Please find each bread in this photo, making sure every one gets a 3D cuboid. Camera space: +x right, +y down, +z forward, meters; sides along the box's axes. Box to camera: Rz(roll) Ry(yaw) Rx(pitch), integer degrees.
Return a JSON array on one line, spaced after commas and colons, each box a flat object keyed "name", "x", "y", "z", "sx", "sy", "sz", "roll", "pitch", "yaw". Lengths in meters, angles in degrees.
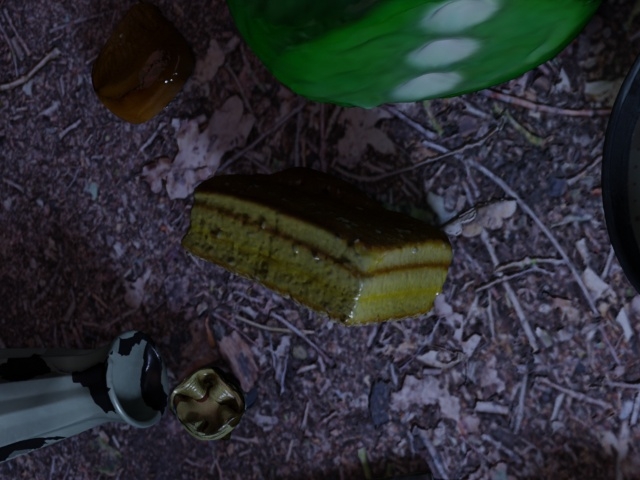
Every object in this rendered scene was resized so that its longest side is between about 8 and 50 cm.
[{"name": "bread", "x": -0.219, "y": -0.210, "z": 1.903, "sx": 0.129, "sy": 0.044, "sz": 0.126, "roll": -49, "pitch": 62, "yaw": 26}, {"name": "bread", "x": 0.000, "y": 0.000, "z": 1.660, "sx": 0.234, "sy": 0.184, "sz": 0.111, "roll": 23, "pitch": 104, "yaw": 31}]

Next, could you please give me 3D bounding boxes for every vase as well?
[{"name": "vase", "x": -0.358, "y": 0.193, "z": 1.920, "sx": 0.360, "sy": 0.165, "sz": 0.165, "roll": -12, "pitch": 81, "yaw": 29}]

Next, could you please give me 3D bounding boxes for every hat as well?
[{"name": "hat", "x": -0.125, "y": 0.188, "z": 1.811, "sx": 0.076, "sy": 0.059, "sz": 0.077, "roll": -41, "pitch": 73, "yaw": -11}]

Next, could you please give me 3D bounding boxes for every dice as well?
[{"name": "dice", "x": 0.084, "y": -0.304, "z": 1.549, "sx": 0.297, "sy": 0.300, "sz": 0.287, "roll": -25, "pitch": 71, "yaw": 32}]

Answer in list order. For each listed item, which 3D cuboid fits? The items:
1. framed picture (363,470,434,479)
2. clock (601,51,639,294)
[{"name": "framed picture", "x": -0.002, "y": 0.397, "z": 1.746, "sx": 0.338, "sy": 0.014, "sz": 0.255, "roll": -15, "pitch": 80, "yaw": 33}, {"name": "clock", "x": 0.417, "y": -0.075, "z": 1.390, "sx": 0.386, "sy": 0.076, "sz": 0.386, "roll": -14, "pitch": 68, "yaw": 40}]
